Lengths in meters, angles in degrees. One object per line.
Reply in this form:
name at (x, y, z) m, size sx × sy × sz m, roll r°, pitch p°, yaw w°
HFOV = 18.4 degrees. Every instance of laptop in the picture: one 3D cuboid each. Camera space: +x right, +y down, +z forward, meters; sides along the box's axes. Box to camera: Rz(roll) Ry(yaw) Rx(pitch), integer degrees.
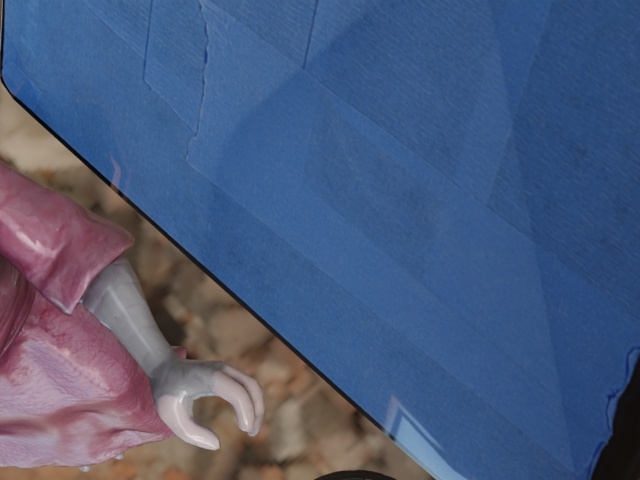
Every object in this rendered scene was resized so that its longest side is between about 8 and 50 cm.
laptop at (0.000, 0.000, 0.365) m, size 0.236 × 0.408 × 0.382 m, roll 13°, pitch 139°, yaw 1°

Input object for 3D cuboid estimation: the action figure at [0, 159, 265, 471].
action figure at (-0.171, 0.009, 0.901) m, size 0.370 × 0.248 × 0.275 m, roll 82°, pitch 171°, yaw -75°

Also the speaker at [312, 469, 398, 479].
speaker at (0.017, 0.158, 0.780) m, size 0.055 × 0.055 × 0.136 m, roll 29°, pitch 138°, yaw 36°
